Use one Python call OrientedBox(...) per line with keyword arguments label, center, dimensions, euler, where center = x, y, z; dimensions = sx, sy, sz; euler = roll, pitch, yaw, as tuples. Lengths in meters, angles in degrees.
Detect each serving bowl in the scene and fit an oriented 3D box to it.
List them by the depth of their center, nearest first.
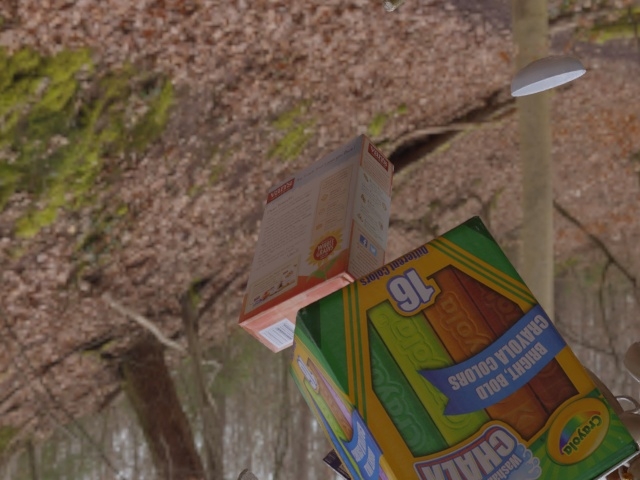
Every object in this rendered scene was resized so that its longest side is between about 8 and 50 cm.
OrientedBox(label="serving bowl", center=(0.249, -0.186, 1.016), dimensions=(0.083, 0.027, 0.083), euler=(-15, 178, -1))

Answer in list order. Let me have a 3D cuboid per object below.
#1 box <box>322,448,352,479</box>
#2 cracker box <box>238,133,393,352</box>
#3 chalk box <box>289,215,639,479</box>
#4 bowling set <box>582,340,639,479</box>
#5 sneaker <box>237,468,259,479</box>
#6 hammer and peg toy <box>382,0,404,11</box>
OrientedBox(label="box", center=(0.115, 0.367, 1.756), dimensions=(0.225, 0.036, 0.136), euler=(-45, -161, -12))
OrientedBox(label="cracker box", center=(0.000, 0.000, 1.062), dimensions=(0.156, 0.232, 0.067), euler=(-28, 125, 32))
OrientedBox(label="chalk box", center=(0.121, 0.164, 0.763), dimensions=(0.180, 0.289, 0.179), euler=(-28, 161, -15))
OrientedBox(label="bowling set", center=(0.387, 0.213, 0.997), dimensions=(0.287, 0.199, 0.154), euler=(-14, -156, -15))
OrientedBox(label="sneaker", center=(-0.216, 0.420, 1.259), dimensions=(0.331, 0.146, 0.122), euler=(-22, 164, -12))
OrientedBox(label="hammer and peg toy", center=(0.158, -0.493, 1.255), dimensions=(0.127, 0.266, 0.361), euler=(8, 144, 31))
